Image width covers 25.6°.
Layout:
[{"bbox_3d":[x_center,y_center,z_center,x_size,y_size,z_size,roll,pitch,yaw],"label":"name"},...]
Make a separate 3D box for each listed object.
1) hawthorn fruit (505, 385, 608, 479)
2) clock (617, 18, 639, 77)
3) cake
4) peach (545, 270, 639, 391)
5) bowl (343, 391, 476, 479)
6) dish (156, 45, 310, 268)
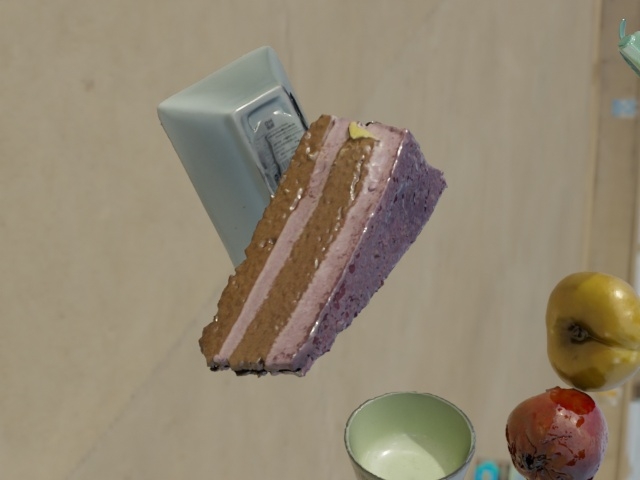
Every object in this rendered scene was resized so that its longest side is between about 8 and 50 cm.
[{"bbox_3d":[0.343,0.274,1.999,0.172,0.148,0.148,-39,134,-40],"label":"hawthorn fruit"},{"bbox_3d":[0.445,-0.244,1.914,0.101,0.041,0.135,37,15,-47],"label":"clock"},{"bbox_3d":[0.000,0.000,1.209,0.295,0.116,0.113,-56,135,-36],"label":"cake"},{"bbox_3d":[0.397,0.133,2.025,0.103,0.179,0.179,-7,103,-38],"label":"peach"},{"bbox_3d":[0.142,0.347,2.235,0.211,0.211,0.112,-66,159,-49],"label":"bowl"},{"bbox_3d":[-0.055,-0.090,1.624,0.182,0.080,0.243,-34,104,-32],"label":"dish"}]
